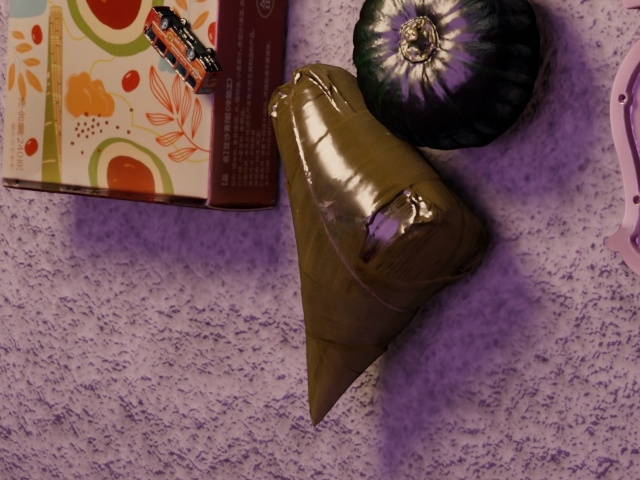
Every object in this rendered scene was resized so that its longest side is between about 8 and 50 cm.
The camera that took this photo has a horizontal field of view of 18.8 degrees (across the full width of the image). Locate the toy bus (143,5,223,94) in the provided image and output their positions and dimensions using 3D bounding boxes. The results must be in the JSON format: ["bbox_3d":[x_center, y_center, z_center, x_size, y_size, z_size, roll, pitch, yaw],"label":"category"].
[{"bbox_3d":[-0.148,-0.204,2.073,0.110,0.031,0.043,50,126,26],"label":"toy bus"}]

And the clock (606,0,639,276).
[{"bbox_3d":[0.396,-0.086,1.735,0.290,0.080,0.275,13,100,41],"label":"clock"}]

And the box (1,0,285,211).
[{"bbox_3d":[-0.203,-0.237,2.216,0.344,0.122,0.385,6,95,40],"label":"box"}]

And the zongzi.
[{"bbox_3d":[0.000,0.000,2.031,0.274,0.145,0.300,52,120,29],"label":"zongzi"}]

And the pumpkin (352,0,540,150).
[{"bbox_3d":[0.123,-0.187,1.921,0.202,0.140,0.202,-2,87,31],"label":"pumpkin"}]
